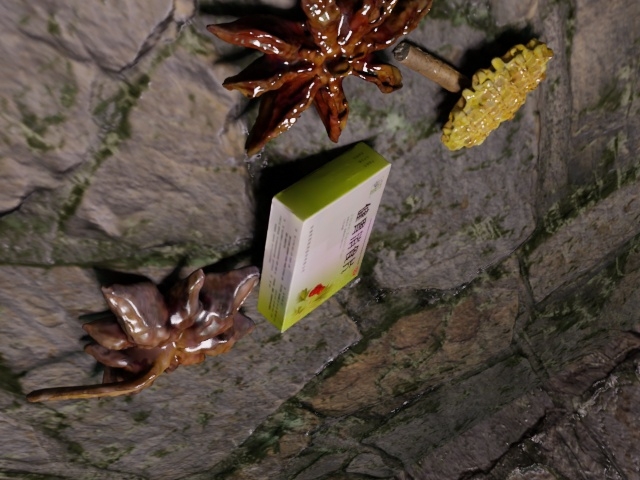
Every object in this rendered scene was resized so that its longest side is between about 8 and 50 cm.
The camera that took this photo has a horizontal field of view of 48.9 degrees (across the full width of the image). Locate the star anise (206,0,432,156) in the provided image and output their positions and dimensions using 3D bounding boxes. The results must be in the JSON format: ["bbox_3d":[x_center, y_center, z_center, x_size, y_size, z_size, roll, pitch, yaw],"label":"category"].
[{"bbox_3d":[0.000,-0.205,0.767,0.288,0.088,0.288,-18,146,-13],"label":"star anise"}]

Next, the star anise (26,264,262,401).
[{"bbox_3d":[-0.238,0.147,1.040,0.350,0.109,0.292,-4,131,-35],"label":"star anise"}]

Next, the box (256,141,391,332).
[{"bbox_3d":[0.000,0.001,1.016,0.175,0.062,0.260,-35,153,-32],"label":"box"}]

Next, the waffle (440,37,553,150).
[{"bbox_3d":[0.241,-0.198,0.972,0.191,0.038,0.191,-35,162,-14],"label":"waffle"}]

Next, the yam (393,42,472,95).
[{"bbox_3d":[0.149,-0.220,0.910,0.145,0.032,0.032,12,129,-45],"label":"yam"}]
